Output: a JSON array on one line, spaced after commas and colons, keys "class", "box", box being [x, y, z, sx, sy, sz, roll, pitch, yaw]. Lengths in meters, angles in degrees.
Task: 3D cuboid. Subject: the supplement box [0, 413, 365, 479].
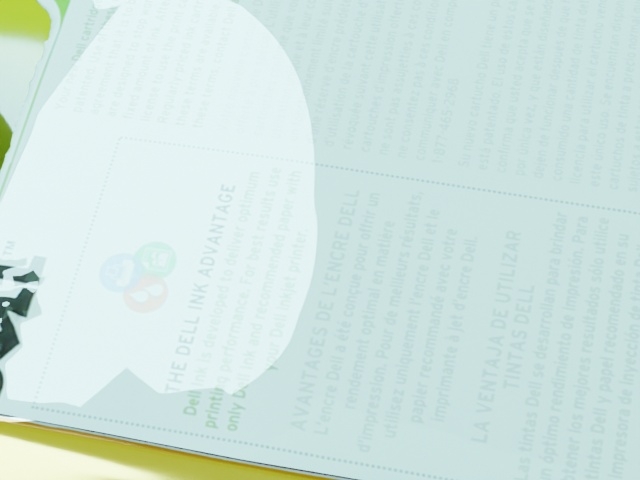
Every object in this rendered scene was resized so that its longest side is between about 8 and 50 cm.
[{"class": "supplement box", "box": [-0.034, 0.156, 0.329, 0.191, 0.129, 0.194, 9, 61, 5]}]

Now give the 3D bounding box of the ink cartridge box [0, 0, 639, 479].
[{"class": "ink cartridge box", "box": [0.000, 0.000, 0.441, 0.255, 0.097, 0.189, 9, 61, 8]}]
